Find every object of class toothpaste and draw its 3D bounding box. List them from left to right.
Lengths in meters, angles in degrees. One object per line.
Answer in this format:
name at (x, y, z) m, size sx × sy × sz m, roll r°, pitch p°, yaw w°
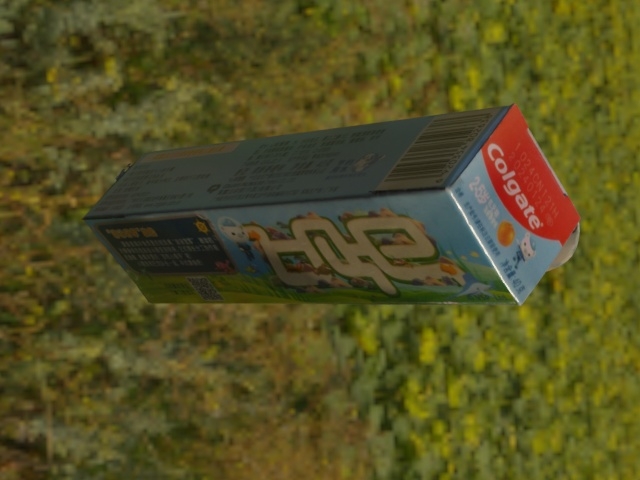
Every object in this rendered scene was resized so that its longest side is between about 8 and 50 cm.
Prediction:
toothpaste at (0.000, 0.000, 0.507) m, size 0.044 × 0.193 × 0.070 m, roll -51°, pitch 120°, yaw -31°
